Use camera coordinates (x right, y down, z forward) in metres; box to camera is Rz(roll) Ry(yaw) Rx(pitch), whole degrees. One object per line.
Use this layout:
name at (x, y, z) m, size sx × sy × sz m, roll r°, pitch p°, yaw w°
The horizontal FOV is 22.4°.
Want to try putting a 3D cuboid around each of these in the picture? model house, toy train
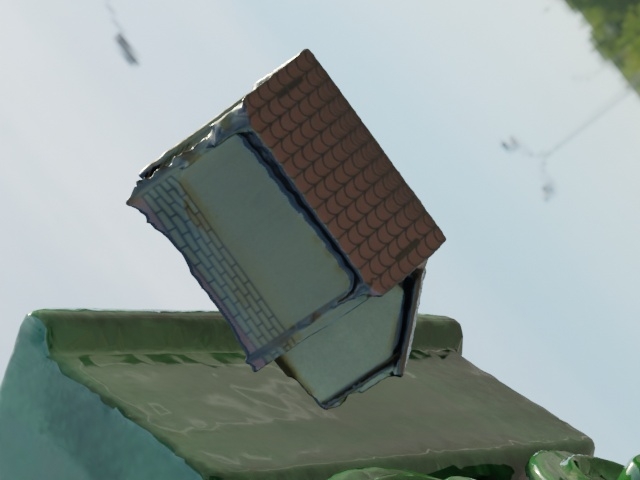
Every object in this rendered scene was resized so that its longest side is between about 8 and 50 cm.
model house at (0.000, 0.000, 0.409) m, size 0.083 × 0.058 × 0.057 m, roll 53°, pitch -168°, yaw -6°
toy train at (0.020, 0.118, 0.537) m, size 0.202 × 0.145 × 0.266 m, roll 29°, pitch -165°, yaw 36°
